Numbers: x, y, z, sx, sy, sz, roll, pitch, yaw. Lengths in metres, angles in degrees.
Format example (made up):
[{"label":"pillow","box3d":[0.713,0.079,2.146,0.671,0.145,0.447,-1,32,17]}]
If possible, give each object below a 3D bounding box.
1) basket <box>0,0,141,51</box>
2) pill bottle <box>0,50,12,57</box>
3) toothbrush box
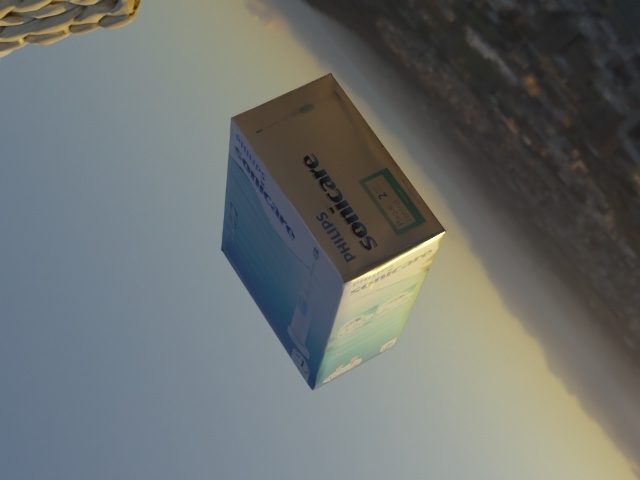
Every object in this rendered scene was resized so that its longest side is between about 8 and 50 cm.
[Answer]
[{"label":"basket","box3d":[-0.305,-0.322,0.879,0.266,0.328,0.331,63,-159,-49]},{"label":"pill bottle","box3d":[-0.522,-0.397,1.714,0.204,0.361,0.204,11,161,4]},{"label":"toothbrush box","box3d":[0.000,0.000,1.254,0.216,0.126,0.295,56,160,21]}]
